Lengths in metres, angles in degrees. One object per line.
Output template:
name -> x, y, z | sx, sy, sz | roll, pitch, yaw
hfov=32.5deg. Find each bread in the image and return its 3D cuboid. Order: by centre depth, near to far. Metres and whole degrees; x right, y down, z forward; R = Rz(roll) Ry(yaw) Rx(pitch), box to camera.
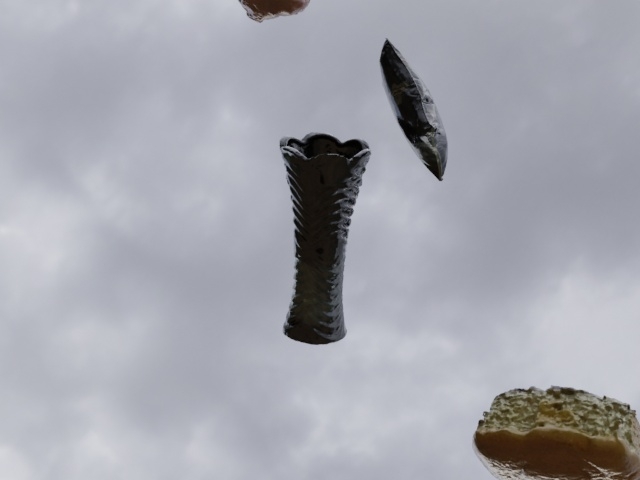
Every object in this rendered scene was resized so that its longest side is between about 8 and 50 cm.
bread -> 0.349, 0.296, 1.598 | 0.245, 0.121, 0.174 | -3, -44, 26

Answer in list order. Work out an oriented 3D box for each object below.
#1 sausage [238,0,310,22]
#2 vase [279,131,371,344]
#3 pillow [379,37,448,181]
sausage -> -0.082, -0.364, 1.155 | 0.086, 0.086, 0.289 | 4, -48, 30
vase -> 0.000, 0.000, 1.297 | 0.115, 0.115, 0.238 | 12, -70, 26
pillow -> 0.104, -0.146, 1.213 | 0.048, 0.150, 0.090 | -30, -36, 12
